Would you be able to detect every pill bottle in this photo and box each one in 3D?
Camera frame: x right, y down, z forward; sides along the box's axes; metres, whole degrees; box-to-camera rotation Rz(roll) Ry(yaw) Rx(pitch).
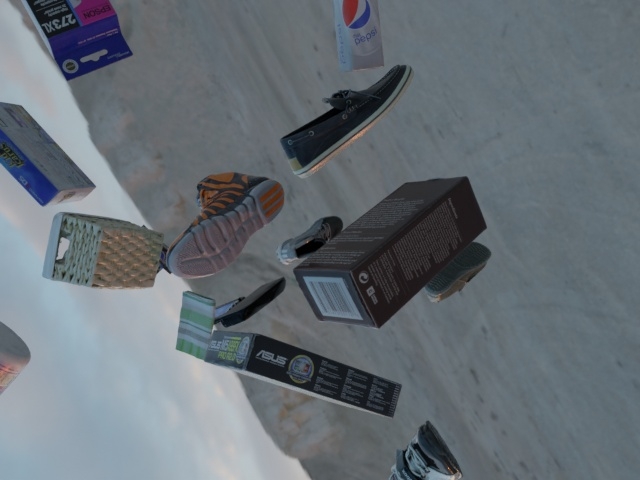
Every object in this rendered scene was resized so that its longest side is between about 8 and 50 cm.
[{"bbox_3d":[-0.768,0.308,1.452,0.169,0.301,0.169,41,174,5],"label":"pill bottle"}]

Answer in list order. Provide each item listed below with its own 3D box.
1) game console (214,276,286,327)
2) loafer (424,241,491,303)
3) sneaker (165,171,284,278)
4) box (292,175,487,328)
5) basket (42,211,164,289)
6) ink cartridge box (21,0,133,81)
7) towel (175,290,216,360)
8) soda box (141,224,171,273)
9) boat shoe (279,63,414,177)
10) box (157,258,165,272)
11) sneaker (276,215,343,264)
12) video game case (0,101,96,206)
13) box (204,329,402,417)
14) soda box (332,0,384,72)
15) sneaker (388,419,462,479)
[{"bbox_3d":[-0.271,0.216,2.178,0.213,0.361,0.044,-38,-80,-49],"label":"game console"},{"bbox_3d":[0.384,0.091,1.986,0.094,0.251,0.087,44,153,30],"label":"loafer"},{"bbox_3d":[-0.241,-0.041,1.543,0.180,0.321,0.125,20,136,40],"label":"sneaker"},{"bbox_3d":[0.149,0.016,1.442,0.191,0.381,0.143,-1,122,53],"label":"box"},{"bbox_3d":[-0.352,0.022,1.152,0.103,0.114,0.167,13,-178,27],"label":"basket"},{"bbox_3d":[-0.608,-0.575,1.650,0.371,0.175,0.069,61,160,1],"label":"ink cartridge box"},{"bbox_3d":[-0.306,0.206,1.698,0.113,0.152,0.023,13,-174,38],"label":"towel"},{"bbox_3d":[-0.510,0.030,2.178,0.169,0.053,0.060,48,-179,-38],"label":"soda box"},{"bbox_3d":[0.082,-0.404,2.197,0.156,0.500,0.187,51,180,-14],"label":"boat shoe"},{"bbox_3d":[-0.488,0.049,1.830,0.137,0.094,0.027,46,-176,-20],"label":"box"},{"bbox_3d":[0.000,0.000,1.913,0.132,0.228,0.086,-5,114,59],"label":"sneaker"},{"bbox_3d":[-0.659,-0.198,1.586,0.269,0.061,0.244,48,-175,-5],"label":"video game case"},{"bbox_3d":[-0.035,0.219,1.160,0.270,0.060,0.216,23,165,-21],"label":"box"},{"bbox_3d":[0.088,-0.569,1.739,0.098,0.091,0.287,-147,48,-70],"label":"soda box"},{"bbox_3d":[0.216,0.495,1.494,0.122,0.146,0.331,59,173,35],"label":"sneaker"}]
